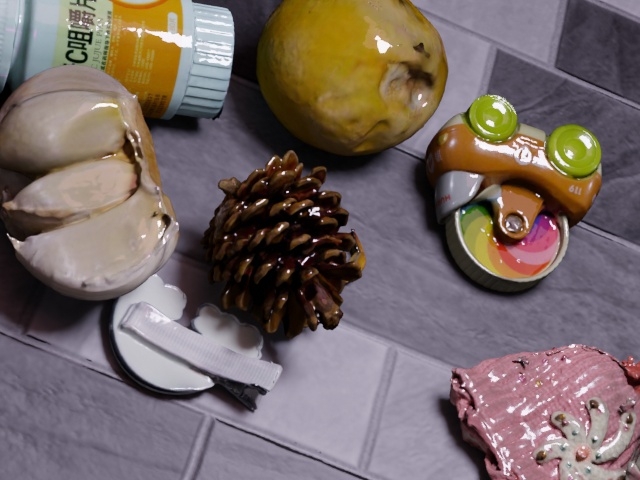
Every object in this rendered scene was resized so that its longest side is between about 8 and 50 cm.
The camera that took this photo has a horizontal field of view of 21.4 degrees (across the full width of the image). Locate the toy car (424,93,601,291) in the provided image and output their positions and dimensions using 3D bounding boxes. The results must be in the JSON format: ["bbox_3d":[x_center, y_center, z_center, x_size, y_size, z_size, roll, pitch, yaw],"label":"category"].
[{"bbox_3d":[0.232,-0.046,2.139,0.235,0.145,0.235,5,68,-13],"label":"toy car"}]

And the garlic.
[{"bbox_3d":[-0.277,-0.058,1.895,0.203,0.185,0.281,-19,82,-5],"label":"garlic"}]

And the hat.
[{"bbox_3d":[0.309,0.210,1.974,0.286,0.107,0.237,-19,73,-29],"label":"hat"}]

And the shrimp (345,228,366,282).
[{"bbox_3d":[0.000,0.000,2.059,0.127,0.025,0.091,44,49,8],"label":"shrimp"}]

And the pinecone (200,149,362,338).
[{"bbox_3d":[-0.044,0.017,1.922,0.168,0.186,0.212,-8,60,-13],"label":"pinecone"}]

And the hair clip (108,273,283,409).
[{"bbox_3d":[-0.150,0.115,1.889,0.220,0.054,0.140,27,52,2],"label":"hair clip"}]

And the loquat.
[{"bbox_3d":[0.035,-0.221,2.128,0.243,0.244,0.244,12,50,-15],"label":"loquat"}]

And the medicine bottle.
[{"bbox_3d":[-0.270,-0.236,2.039,0.318,0.158,0.158,7,52,-19],"label":"medicine bottle"}]
